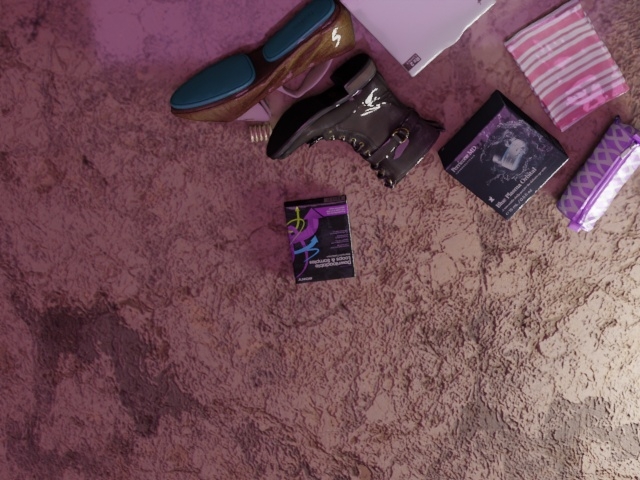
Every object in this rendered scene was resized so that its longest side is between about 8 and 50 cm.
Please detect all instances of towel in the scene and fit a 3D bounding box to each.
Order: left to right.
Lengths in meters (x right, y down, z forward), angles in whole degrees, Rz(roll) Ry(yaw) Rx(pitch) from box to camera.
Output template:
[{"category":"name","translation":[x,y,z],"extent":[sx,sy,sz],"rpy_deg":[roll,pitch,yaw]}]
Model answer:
[{"category":"towel","translation":[0.424,-0.299,1.757],"extent":[0.144,0.029,0.197],"rpy_deg":[-33,112,13]}]

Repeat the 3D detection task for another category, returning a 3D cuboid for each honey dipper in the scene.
[{"category":"honey dipper","translation":[-0.044,-0.195,1.795],"extent":[0.161,0.030,0.030],"rpy_deg":[-6,116,0]}]

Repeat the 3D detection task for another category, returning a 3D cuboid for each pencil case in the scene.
[{"category":"pencil case","translation":[0.504,-0.114,1.817],"extent":[0.086,0.088,0.206],"rpy_deg":[25,113,-11]}]

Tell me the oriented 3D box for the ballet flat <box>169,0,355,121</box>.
[{"category":"ballet flat","translation":[-0.085,-0.276,1.725],"extent":[0.342,0.116,0.124],"rpy_deg":[-32,132,9]}]

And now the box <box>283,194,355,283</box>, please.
[{"category":"box","translation":[0.000,0.000,1.891],"extent":[0.116,0.029,0.162],"rpy_deg":[-7,117,2]}]

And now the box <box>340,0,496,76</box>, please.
[{"category":"box","translation":[0.151,-0.398,1.652],"extent":[0.181,0.119,0.182],"rpy_deg":[-41,110,16]}]

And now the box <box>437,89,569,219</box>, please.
[{"category":"box","translation":[0.318,-0.149,1.793],"extent":[0.158,0.093,0.156],"rpy_deg":[36,110,-16]}]

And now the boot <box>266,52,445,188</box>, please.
[{"category":"boot","translation":[0.064,-0.169,1.764],"extent":[0.263,0.091,0.229],"rpy_deg":[-39,121,8]}]
